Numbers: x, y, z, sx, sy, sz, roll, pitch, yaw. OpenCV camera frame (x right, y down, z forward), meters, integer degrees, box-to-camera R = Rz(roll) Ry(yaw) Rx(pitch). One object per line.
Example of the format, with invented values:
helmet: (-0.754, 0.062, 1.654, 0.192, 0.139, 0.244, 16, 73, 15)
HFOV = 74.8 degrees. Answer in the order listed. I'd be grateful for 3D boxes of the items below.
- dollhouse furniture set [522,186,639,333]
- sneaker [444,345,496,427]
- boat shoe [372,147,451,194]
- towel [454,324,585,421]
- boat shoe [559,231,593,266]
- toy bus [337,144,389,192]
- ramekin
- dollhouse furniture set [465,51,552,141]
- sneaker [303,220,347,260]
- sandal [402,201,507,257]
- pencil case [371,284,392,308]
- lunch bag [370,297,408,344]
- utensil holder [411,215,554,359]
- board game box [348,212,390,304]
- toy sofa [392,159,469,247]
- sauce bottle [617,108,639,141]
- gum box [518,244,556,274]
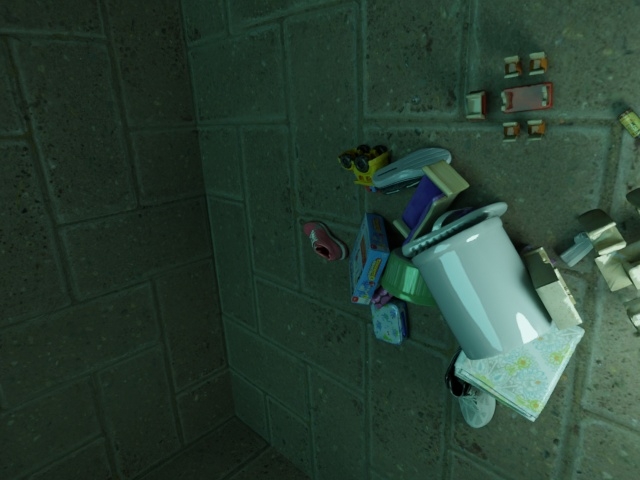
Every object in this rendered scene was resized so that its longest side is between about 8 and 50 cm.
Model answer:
dollhouse furniture set: (0.858, 0.077, 1.256, 0.394, 0.256, 0.362, -29, 100, 25)
sneaker: (0.595, 0.620, 1.733, 0.169, 0.257, 0.448, 9, 111, 44)
boat shoe: (0.382, -0.281, 1.728, 0.335, 0.119, 0.121, -14, 51, 31)
towel: (0.708, 0.406, 1.525, 0.320, 0.090, 0.375, 28, 83, 33)
boat shoe: (0.861, 0.007, 1.371, 0.063, 0.066, 0.184, 46, 143, 23)
toy bus: (0.207, -0.313, 1.897, 0.220, 0.149, 0.212, 18, 133, 44)
ramekin: (0.411, 0.136, 1.725, 0.303, 0.303, 0.148, 24, 113, 39)
dollhouse furniture set: (0.634, -0.470, 1.406, 0.259, 0.135, 0.262, 4, 108, 34)
sneaker: (0.000, 0.000, 2.221, 0.313, 0.136, 0.116, 39, 129, 30)
sandal: (0.486, -0.063, 1.573, 0.416, 0.169, 0.102, -27, 69, 17)
pencil case: (0.318, 0.221, 1.957, 0.209, 0.098, 0.095, -44, 84, 16)
lunch bag: (0.341, 0.391, 2.041, 0.176, 0.090, 0.219, 2, 105, 47)
utensil holder: (0.543, 0.161, 1.415, 0.327, 0.327, 0.386, -39, 73, 47)
board game box: (0.215, 0.080, 1.922, 0.308, 0.086, 0.302, -88, 12, -55)
toy sofa: (0.402, -0.128, 1.646, 0.150, 0.177, 0.363, 54, 153, 22)
sauce bottle: (0.912, -0.318, 1.202, 0.042, 0.042, 0.128, -44, 70, 46)
gum box: (0.751, 0.126, 1.526, 0.107, 0.062, 0.189, 38, 129, 31)
